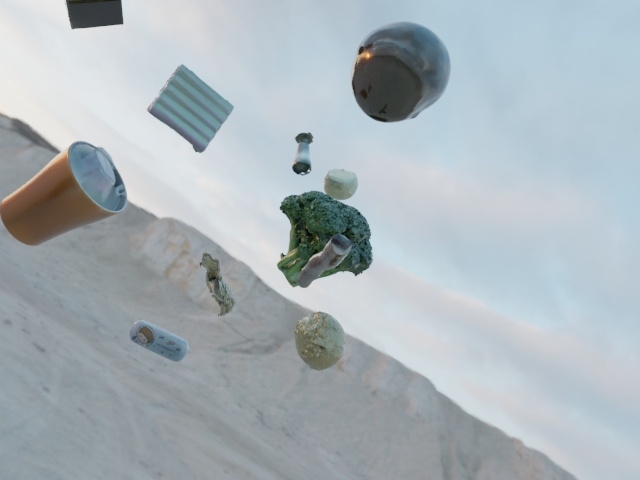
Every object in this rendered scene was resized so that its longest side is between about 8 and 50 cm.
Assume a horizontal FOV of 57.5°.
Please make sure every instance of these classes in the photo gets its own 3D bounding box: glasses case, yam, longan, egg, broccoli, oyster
[{"bbox_3d":[-0.468,0.291,1.690,0.178,0.067,0.045,24,-2,5],"label":"glasses case"},{"bbox_3d":[0.001,0.049,1.197,0.045,0.045,0.327,10,-18,-11],"label":"yam"},{"bbox_3d":[0.160,-0.349,1.208,0.196,0.220,0.196,49,-7,8],"label":"longan"},{"bbox_3d":[-0.003,0.215,1.259,0.116,0.118,0.140,36,20,-23],"label":"egg"},{"bbox_3d":[0.000,0.000,1.606,0.308,0.275,0.308,52,0,0],"label":"broccoli"},{"bbox_3d":[-0.268,0.107,1.539,0.106,0.061,0.200,50,-27,25],"label":"oyster"}]

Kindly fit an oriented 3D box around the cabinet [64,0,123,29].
[{"bbox_3d":[-0.745,-0.818,1.889,0.215,0.174,0.148,139,-64,-69],"label":"cabinet"}]

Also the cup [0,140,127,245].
[{"bbox_3d":[-0.589,-0.114,1.352,0.182,0.264,0.226,54,17,-37],"label":"cup"}]

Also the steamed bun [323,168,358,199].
[{"bbox_3d":[0.068,-0.184,1.971,0.112,0.130,0.091,15,-62,10],"label":"steamed bun"}]

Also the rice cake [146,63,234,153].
[{"bbox_3d":[-0.345,-0.353,1.572,0.037,0.189,0.198,6,-31,46],"label":"rice cake"}]

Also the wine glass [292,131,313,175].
[{"bbox_3d":[-0.060,-0.306,2.045,0.072,0.155,0.072,2,-37,1],"label":"wine glass"}]
